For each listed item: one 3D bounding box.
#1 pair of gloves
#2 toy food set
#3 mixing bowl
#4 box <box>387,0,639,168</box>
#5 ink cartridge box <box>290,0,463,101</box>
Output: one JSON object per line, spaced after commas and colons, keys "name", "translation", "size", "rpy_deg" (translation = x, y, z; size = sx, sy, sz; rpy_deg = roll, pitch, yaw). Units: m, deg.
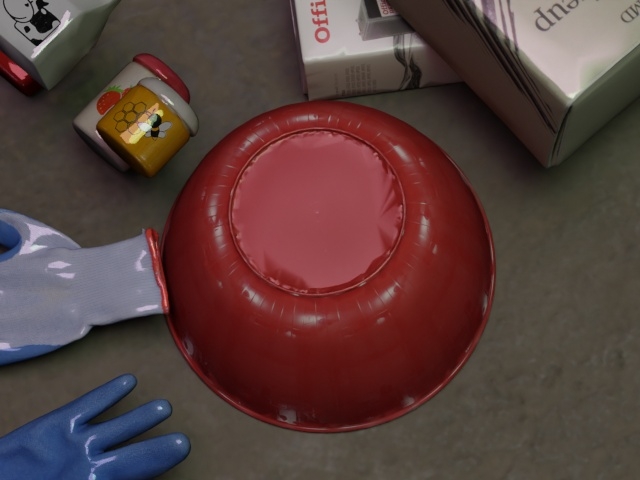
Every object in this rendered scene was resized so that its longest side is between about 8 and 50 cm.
{"name": "pair of gloves", "translation": [-0.147, 0.072, 0.896], "size": [0.159, 0.023, 0.198], "rpy_deg": [-12, 74, 12]}
{"name": "toy food set", "translation": [-0.134, -0.134, 0.927], "size": [0.232, 0.111, 0.104], "rpy_deg": [40, 79, 16]}
{"name": "mixing bowl", "translation": [0.000, 0.000, 0.887], "size": [0.181, 0.098, 0.181], "rpy_deg": [-1, 73, 4]}
{"name": "box", "translation": [0.066, -0.177, 0.879], "size": [0.113, 0.094, 0.275], "rpy_deg": [-41, 76, -11]}
{"name": "ink cartridge box", "translation": [0.051, -0.138, 0.948], "size": [0.135, 0.056, 0.099], "rpy_deg": [-8, 73, 0]}
